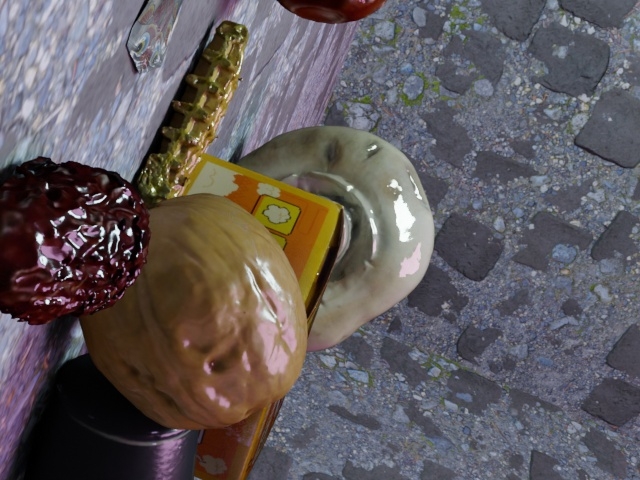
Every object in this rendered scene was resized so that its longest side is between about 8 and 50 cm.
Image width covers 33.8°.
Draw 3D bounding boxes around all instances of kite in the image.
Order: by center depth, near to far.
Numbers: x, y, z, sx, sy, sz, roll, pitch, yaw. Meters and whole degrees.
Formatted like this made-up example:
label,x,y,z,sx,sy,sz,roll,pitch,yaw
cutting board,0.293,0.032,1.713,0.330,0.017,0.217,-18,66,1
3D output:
label,x,y,z,sx,sy,sz,roll,pitch,yaw
kite,-0.096,-0.236,0.833,0.229,0.016,0.127,-64,-178,-1

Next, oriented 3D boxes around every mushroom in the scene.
label,x,y,z,sx,sy,sz,roll,pitch,yaw
mushroom,0.002,0.010,1.621,0.353,0.353,0.325,-66,155,-58

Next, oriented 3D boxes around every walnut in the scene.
label,x,y,z,sx,sy,sz,roll,pitch,yaw
walnut,-0.113,0.067,0.956,0.195,0.222,0.195,-23,-153,12

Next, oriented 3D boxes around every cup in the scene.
label,x,y,z,sx,sy,sz,roll,pitch,yaw
cup,-0.202,0.201,1.081,0.223,0.169,0.176,-71,176,-66

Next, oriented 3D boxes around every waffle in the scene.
label,x,y,z,sx,sy,sz,roll,pitch,yaw
waffle,-0.127,-0.115,1.046,0.192,0.046,0.160,-66,-179,-45

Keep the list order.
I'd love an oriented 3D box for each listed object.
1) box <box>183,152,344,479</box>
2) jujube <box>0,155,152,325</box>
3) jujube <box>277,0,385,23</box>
label,x,y,z,sx,sy,sz,roll,pitch,yaw
box,-0.120,0.100,1.280,0.259,0.214,0.283,-69,178,-48
jujube,-0.158,0.005,0.639,0.166,0.104,0.104,-48,162,-73
jujube,0.020,-0.329,1.112,0.155,0.155,0.230,113,-8,-48
